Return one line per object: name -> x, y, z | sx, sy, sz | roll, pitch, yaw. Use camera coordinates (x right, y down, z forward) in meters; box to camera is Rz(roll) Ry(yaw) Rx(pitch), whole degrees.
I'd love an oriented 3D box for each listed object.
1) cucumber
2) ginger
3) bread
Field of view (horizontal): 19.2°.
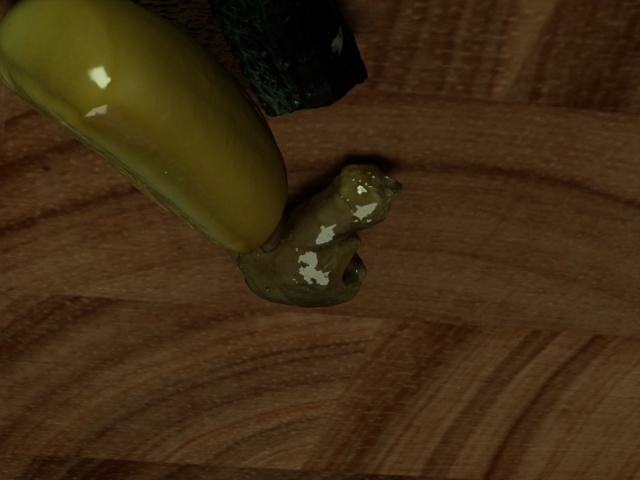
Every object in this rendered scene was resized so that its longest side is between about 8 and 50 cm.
cucumber -> -0.034, -0.152, 1.117 | 0.074, 0.074, 0.241 | -9, 148, 13
ginger -> 0.006, 0.006, 1.401 | 0.096, 0.067, 0.165 | 41, 133, -22
bread -> -0.103, -0.083, 1.184 | 0.098, 0.147, 0.217 | -52, 138, -1
